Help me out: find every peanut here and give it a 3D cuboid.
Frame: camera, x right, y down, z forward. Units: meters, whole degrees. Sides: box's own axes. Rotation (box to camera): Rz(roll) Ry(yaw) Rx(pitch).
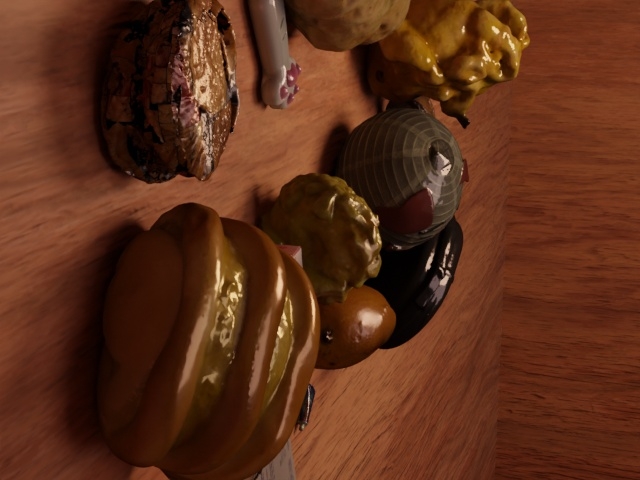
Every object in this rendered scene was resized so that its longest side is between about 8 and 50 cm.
[{"bbox_3d":[0.044,-0.380,1.734,0.387,0.170,0.192,-16,115,-71],"label":"peanut"}]

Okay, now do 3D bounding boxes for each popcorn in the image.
[{"bbox_3d":[0.236,-0.347,2.163,0.297,0.316,0.281,167,-93,-81],"label":"popcorn"},{"bbox_3d":[0.004,-0.002,1.697,0.155,0.198,0.197,-10,104,-71],"label":"popcorn"}]

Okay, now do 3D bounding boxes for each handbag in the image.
[{"bbox_3d":[0.159,0.062,2.118,0.093,0.254,0.308,37,49,-19],"label":"handbag"}]

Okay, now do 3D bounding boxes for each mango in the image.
[{"bbox_3d":[0.035,0.133,1.860,0.236,0.166,0.136,-30,128,-68],"label":"mango"}]

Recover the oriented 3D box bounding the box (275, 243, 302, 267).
[{"bbox_3d":[-0.071,0.068,1.629,0.043,0.089,0.125,-52,144,-60],"label":"box"}]

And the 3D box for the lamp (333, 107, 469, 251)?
[{"bbox_3d":[0.140,-0.108,1.991,0.265,0.233,0.233,-52,145,-35],"label":"lamp"}]

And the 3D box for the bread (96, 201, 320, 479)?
[{"bbox_3d":[-0.122,0.115,1.293,0.270,0.211,0.315,59,37,-60],"label":"bread"}]

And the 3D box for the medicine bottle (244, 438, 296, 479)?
[{"bbox_3d":[-0.083,0.378,1.737,0.171,0.052,0.201,-62,152,-50],"label":"medicine bottle"}]

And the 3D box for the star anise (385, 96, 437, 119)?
[{"bbox_3d":[0.181,-0.167,2.321,0.315,0.108,0.315,7,90,-75],"label":"star anise"}]

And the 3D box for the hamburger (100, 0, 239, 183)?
[{"bbox_3d":[-0.159,-0.172,1.272,0.231,0.107,0.231,0,90,-73],"label":"hamburger"}]

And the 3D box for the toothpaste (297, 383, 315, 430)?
[{"bbox_3d":[-0.024,0.284,1.946,0.027,0.019,0.083,42,51,-39],"label":"toothpaste"}]

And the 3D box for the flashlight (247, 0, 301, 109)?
[{"bbox_3d":[-0.064,-0.280,1.622,0.093,0.048,0.200,-65,154,-46],"label":"flashlight"}]
